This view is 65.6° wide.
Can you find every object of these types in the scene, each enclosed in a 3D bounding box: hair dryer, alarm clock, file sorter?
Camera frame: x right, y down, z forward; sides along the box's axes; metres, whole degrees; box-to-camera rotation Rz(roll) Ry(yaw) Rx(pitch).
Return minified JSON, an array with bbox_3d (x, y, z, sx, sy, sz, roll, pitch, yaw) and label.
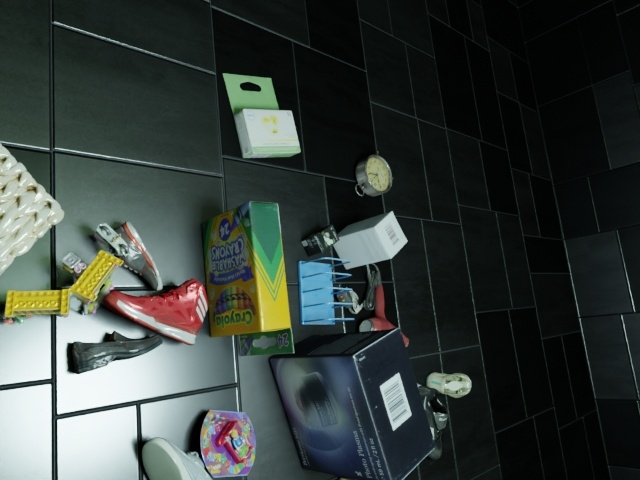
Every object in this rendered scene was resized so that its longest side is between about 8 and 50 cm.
[{"bbox_3d":[0.183,0.210,1.484,0.223,0.080,0.293,-41,107,-43],"label":"hair dryer"},{"bbox_3d":[0.160,-0.198,1.589,0.129,0.064,0.192,58,45,-15],"label":"alarm clock"},{"bbox_3d":[0.019,0.136,1.332,0.118,0.104,0.170,9,72,-43],"label":"file sorter"}]

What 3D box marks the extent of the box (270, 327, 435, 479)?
[{"bbox_3d":[0.067,0.382,1.173,0.182,0.294,0.296,-18,91,-44],"label":"box"}]

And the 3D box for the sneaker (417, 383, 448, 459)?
[{"bbox_3d":[0.346,0.557,1.522,0.078,0.106,0.234,-8,84,-44],"label":"sneaker"}]

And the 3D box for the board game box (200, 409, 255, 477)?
[{"bbox_3d":[-0.184,0.432,1.067,0.168,0.033,0.133,29,45,-49],"label":"board game box"}]

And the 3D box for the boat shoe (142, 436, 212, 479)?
[{"bbox_3d":[-0.269,0.471,0.992,0.227,0.079,0.081,60,20,-12],"label":"boat shoe"}]

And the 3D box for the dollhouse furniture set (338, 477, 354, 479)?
[{"bbox_3d":[0.107,0.575,1.320,0.151,0.123,0.144,-64,156,-52],"label":"dollhouse furniture set"}]

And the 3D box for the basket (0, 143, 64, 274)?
[{"bbox_3d":[-0.578,-0.007,0.647,0.266,0.331,0.328,50,50,-24],"label":"basket"}]

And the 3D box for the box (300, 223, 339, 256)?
[{"bbox_3d":[0.000,0.000,1.381,0.083,0.062,0.052,-34,100,-43],"label":"box"}]

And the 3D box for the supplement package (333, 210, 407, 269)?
[{"bbox_3d":[0.138,0.001,1.430,0.105,0.179,0.105,-41,107,-42],"label":"supplement package"}]

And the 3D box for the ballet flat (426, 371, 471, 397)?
[{"bbox_3d":[0.454,0.485,1.664,0.248,0.086,0.086,14,69,-41],"label":"ballet flat"}]

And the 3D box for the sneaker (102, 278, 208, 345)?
[{"bbox_3d":[-0.322,0.118,1.009,0.221,0.087,0.128,43,63,-47],"label":"sneaker"}]

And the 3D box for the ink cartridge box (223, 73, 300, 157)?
[{"bbox_3d":[-0.155,-0.341,1.339,0.171,0.056,0.235,-11,88,-44],"label":"ink cartridge box"}]

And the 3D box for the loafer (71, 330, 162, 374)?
[{"bbox_3d":[-0.388,0.203,0.957,0.170,0.062,0.061,-10,81,-46],"label":"loafer"}]

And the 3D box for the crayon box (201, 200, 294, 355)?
[{"bbox_3d":[-0.167,0.094,1.096,0.083,0.203,0.323,1,78,-43],"label":"crayon box"}]

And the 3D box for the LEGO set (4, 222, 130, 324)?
[{"bbox_3d":[-0.472,0.095,0.903,0.132,0.107,0.287,46,54,8],"label":"LEGO set"}]

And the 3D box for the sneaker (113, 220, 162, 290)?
[{"bbox_3d":[-0.382,0.041,1.024,0.065,0.061,0.158,-30,100,-17],"label":"sneaker"}]
